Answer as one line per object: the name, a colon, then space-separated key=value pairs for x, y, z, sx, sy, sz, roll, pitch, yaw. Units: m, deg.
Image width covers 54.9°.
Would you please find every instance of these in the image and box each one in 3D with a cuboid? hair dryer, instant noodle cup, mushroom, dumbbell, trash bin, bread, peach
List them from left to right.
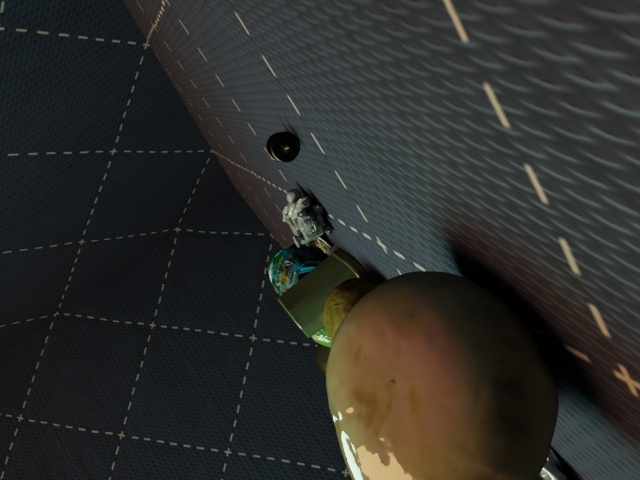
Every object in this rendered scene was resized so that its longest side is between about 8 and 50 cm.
dumbbell: x=-0.085 y=-0.213 z=1.400 sx=0.069 sy=0.069 sz=0.147 roll=56 pitch=172 yaw=-15
instant noodle cup: x=-0.058 y=0.139 z=2.320 sx=0.240 sy=0.240 sz=0.178 roll=57 pitch=171 yaw=-24
bread: x=0.000 y=0.000 z=2.022 sx=0.070 sy=0.035 sz=0.083 roll=44 pitch=165 yaw=49
hair dryer: x=0.010 y=-0.017 z=1.933 sx=0.079 sy=0.031 sz=0.083 roll=41 pitch=162 yaw=13
trash bin: x=0.013 y=0.155 z=1.822 sx=0.121 sy=0.247 sz=0.243 roll=55 pitch=172 yaw=-20
peach: x=0.108 y=0.194 z=1.616 sx=0.235 sy=0.214 sz=0.214 roll=63 pitch=-179 yaw=41
mushroom: x=0.161 y=0.238 z=0.909 sx=0.353 sy=0.325 sz=0.353 roll=45 pitch=168 yaw=13

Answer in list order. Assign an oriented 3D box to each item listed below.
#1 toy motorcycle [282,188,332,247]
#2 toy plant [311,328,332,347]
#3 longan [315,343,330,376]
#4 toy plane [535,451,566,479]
toy motorcycle: x=-0.053 y=-0.070 z=1.781 sx=0.170 sy=0.110 sz=0.260 roll=65 pitch=169 yaw=6
toy plant: x=0.177 y=0.337 z=1.898 sx=0.317 sy=0.210 sz=0.356 roll=-29 pitch=100 yaw=44
longan: x=0.127 y=0.430 z=2.368 sx=0.288 sy=0.288 sz=0.350 roll=55 pitch=-176 yaw=-8
toy plane: x=0.436 y=0.492 z=1.228 sx=0.244 sy=0.117 sz=0.244 roll=50 pitch=153 yaw=37
